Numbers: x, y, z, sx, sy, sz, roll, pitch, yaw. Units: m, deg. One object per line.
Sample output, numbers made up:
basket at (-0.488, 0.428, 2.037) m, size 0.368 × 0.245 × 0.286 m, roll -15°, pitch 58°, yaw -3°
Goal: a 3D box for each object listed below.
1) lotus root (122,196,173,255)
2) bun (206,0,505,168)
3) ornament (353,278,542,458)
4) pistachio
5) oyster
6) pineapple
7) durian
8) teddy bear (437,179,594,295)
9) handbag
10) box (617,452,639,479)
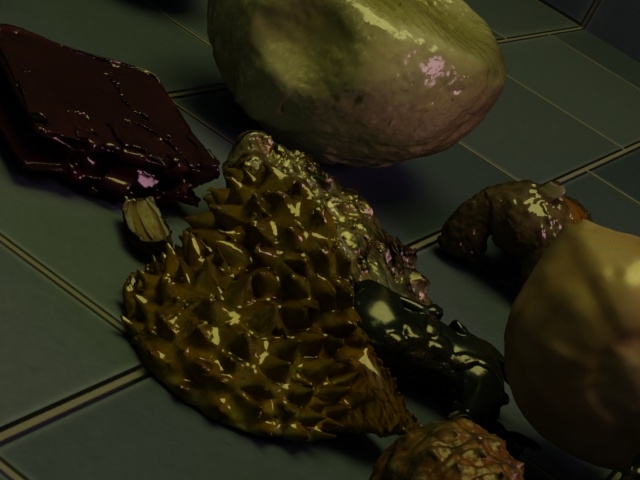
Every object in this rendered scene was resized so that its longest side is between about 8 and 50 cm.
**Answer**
lotus root at (-0.159, -0.008, 1.449) m, size 0.037 × 0.030 × 0.083 m, roll -14°, pitch 32°, yaw -14°
bun at (0.033, -0.208, 1.867) m, size 0.352 × 0.227 × 0.349 m, roll 3°, pitch 33°, yaw -44°
ornament at (0.096, 0.132, 1.372) m, size 0.202 × 0.080 × 0.236 m, roll 29°, pitch 21°, yaw -10°
pistachio at (0.253, 0.096, 1.334) m, size 0.318 × 0.193 × 0.214 m, roll 55°, pitch 15°, yaw -71°
oyster at (0.006, -0.006, 1.569) m, size 0.259 × 0.092 × 0.198 m, roll 39°, pitch 22°, yaw 14°
pineapple at (0.123, 0.242, 1.110) m, size 0.128 × 0.128 × 0.248 m, roll 14°, pitch 30°, yaw -33°
durian at (-0.066, 0.066, 1.316) m, size 0.195 × 0.185 × 0.305 m, roll -14°, pitch 50°, yaw -28°
teddy bear at (0.250, -0.008, 1.822) m, size 0.177 × 0.140 × 0.190 m, roll 33°, pitch 13°, yaw 21°
handbag at (-0.224, -0.114, 1.554) m, size 0.203 × 0.074 × 0.216 m, roll 12°, pitch 28°, yaw -37°
box at (0.304, 0.319, 1.067) m, size 0.359 × 0.091 × 0.350 m, roll 55°, pitch 24°, yaw 6°
